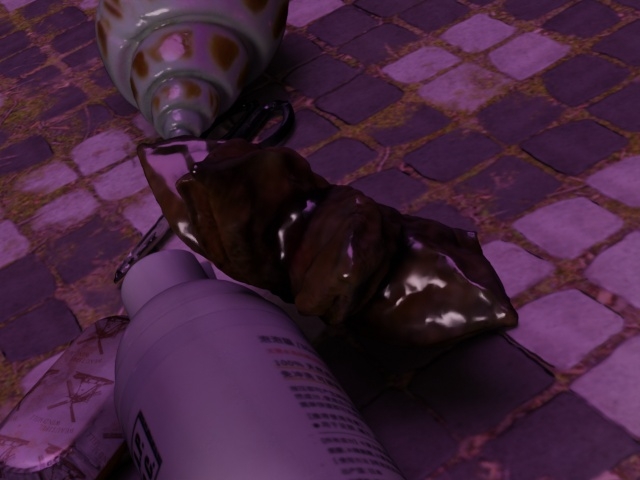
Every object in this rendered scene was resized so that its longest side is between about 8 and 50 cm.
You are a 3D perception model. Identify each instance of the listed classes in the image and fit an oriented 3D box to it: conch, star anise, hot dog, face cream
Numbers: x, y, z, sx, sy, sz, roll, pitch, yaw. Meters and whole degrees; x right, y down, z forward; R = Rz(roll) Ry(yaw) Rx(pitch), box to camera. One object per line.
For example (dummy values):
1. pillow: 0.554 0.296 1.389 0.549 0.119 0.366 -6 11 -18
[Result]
1. conch: -0.151 -0.242 1.115 0.249 0.197 0.368 -35 16 38
2. star anise: 0.011 0.004 0.734 0.315 0.315 0.108 21 92 40
3. hot dog: -0.183 0.130 0.770 0.108 0.059 0.191 9 39 19
4. face cream: -0.066 0.111 0.675 0.145 0.145 0.370 -27 37 -12

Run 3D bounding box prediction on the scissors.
1. scissors: -0.126 -0.059 1.013 0.109 0.022 0.300 5 41 32
